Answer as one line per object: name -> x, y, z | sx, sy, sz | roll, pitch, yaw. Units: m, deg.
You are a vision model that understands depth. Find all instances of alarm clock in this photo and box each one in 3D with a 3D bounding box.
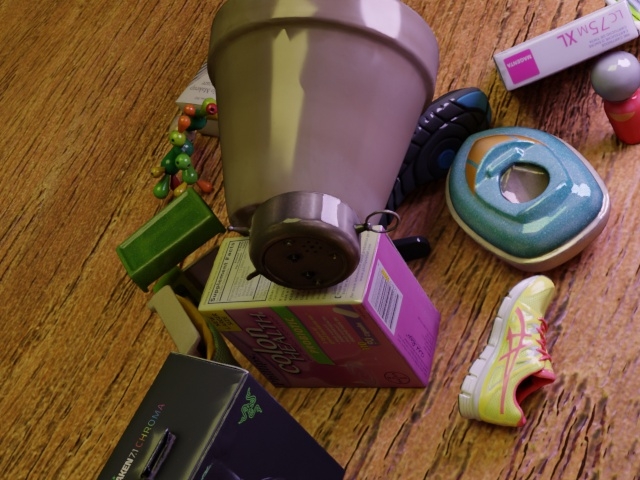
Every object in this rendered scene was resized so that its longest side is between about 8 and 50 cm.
alarm clock -> 0.000, 0.000, 1.037 | 0.192, 0.129, 0.064 | -17, 47, 19

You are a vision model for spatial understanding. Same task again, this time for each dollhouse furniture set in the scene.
dollhouse furniture set -> -0.146, 0.096, 1.314 | 0.151, 0.197, 0.301 | -38, 42, -4

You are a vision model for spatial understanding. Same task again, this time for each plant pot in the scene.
plant pot -> -0.011, -0.140, 1.219 | 0.323, 0.323, 0.280 | -4, 67, 30

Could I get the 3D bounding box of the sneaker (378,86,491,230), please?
sneaker -> 0.113, -0.129, 1.401 | 0.341, 0.125, 0.139 | -39, 36, -8

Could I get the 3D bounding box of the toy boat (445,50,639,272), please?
toy boat -> 0.317, -0.119, 1.243 | 0.318, 0.148, 0.267 | -39, 43, -3

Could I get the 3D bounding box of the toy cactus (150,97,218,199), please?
toy cactus -> -0.242, -0.180, 1.663 | 0.180, 0.112, 0.219 | -110, 38, -57

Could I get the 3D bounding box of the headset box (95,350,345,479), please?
headset box -> -0.127, 0.301, 1.060 | 0.131, 0.283, 0.246 | 8, 57, 37

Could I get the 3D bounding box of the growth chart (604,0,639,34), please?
growth chart -> 0.536, -0.380, 1.375 | 0.237, 0.021, 0.172 | -19, 45, -13

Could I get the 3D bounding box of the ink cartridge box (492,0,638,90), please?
ink cartridge box -> 0.354, -0.282, 1.343 | 0.185, 0.065, 0.311 | -21, 7, 15

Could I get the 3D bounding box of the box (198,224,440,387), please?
box -> 0.004, 0.096, 1.205 | 0.243, 0.213, 0.117 | -4, 52, 29

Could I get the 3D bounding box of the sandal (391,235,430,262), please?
sandal -> 0.074, 0.033, 1.329 | 0.179, 0.067, 0.040 | -13, 59, 20

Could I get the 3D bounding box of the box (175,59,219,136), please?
box -> -0.153, -0.332, 1.766 | 0.113, 0.094, 0.275 | 12, 60, 37

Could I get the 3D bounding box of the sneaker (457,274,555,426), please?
sneaker -> 0.253, 0.141, 1.118 | 0.094, 0.081, 0.208 | 18, 71, 33
